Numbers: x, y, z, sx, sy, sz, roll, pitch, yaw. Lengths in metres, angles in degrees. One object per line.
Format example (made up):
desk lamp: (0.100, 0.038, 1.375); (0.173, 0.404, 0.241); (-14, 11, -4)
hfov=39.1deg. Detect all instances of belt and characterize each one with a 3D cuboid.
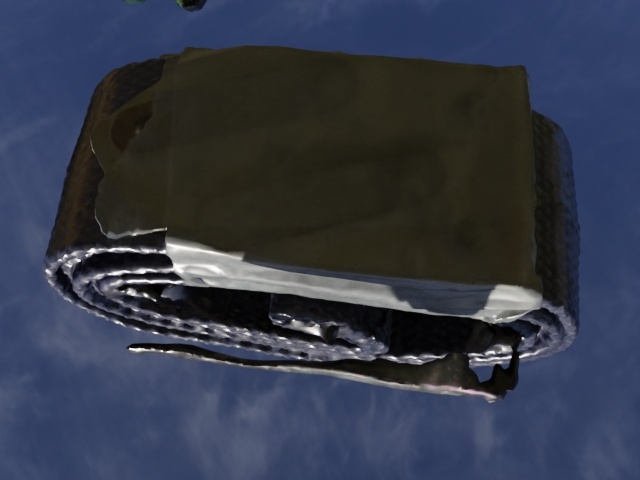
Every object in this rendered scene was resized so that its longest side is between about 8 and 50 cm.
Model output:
belt: (0.000, 0.000, 0.402); (0.231, 0.139, 0.126); (7, -116, -1)

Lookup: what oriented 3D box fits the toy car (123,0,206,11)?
toy car: (-0.146, -0.201, 0.655); (0.143, 0.054, 0.073); (20, -163, 38)
